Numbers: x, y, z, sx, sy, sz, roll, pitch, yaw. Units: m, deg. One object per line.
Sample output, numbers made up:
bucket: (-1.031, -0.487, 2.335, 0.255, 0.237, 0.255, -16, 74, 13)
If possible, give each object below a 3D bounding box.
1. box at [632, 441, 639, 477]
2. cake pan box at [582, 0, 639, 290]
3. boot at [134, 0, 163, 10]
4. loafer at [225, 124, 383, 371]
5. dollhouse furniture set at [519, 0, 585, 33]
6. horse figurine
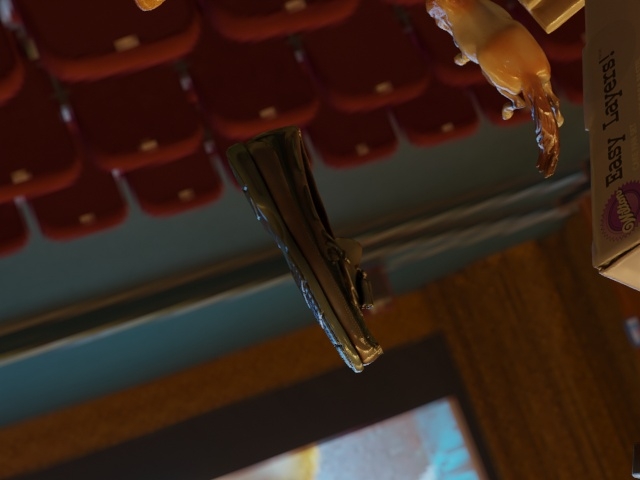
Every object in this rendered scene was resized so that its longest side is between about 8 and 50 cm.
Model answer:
box: (0.398, 0.195, 1.325, 0.225, 0.036, 0.136, 5, 169, -8)
cake pan box: (0.263, -0.051, 0.893, 0.246, 0.267, 0.070, 23, 141, -22)
boot: (-0.136, -0.335, 1.227, 0.104, 0.295, 0.211, -10, 131, 35)
loafer: (0.000, 0.000, 1.541, 0.084, 0.267, 0.096, -29, 164, -6)
dollhouse furniture set: (0.304, -0.550, 2.001, 0.394, 0.256, 0.362, -40, 139, 10)
horse figurine: (0.161, -0.188, 1.503, 0.066, 0.263, 0.174, -37, 158, -1)
